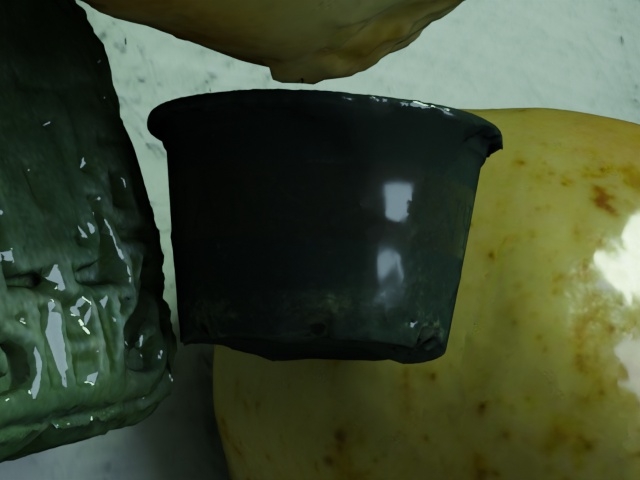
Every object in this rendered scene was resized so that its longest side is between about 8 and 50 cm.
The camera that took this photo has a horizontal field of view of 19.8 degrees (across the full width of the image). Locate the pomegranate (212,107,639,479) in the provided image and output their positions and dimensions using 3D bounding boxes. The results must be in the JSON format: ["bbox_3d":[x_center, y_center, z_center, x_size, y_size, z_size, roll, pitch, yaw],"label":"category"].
[{"bbox_3d":[0.100,0.101,0.991,0.342,0.342,0.342,34,49,-51],"label":"pomegranate"}]

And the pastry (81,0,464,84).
[{"bbox_3d":[-0.073,-0.238,0.757,0.410,0.245,0.409,28,15,-8],"label":"pastry"}]

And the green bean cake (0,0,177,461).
[{"bbox_3d":[-0.167,-0.016,0.754,0.222,0.125,0.227,-6,78,-62],"label":"green bean cake"}]

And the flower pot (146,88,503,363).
[{"bbox_3d":[0.000,0.000,0.808,0.157,0.157,0.106,12,78,-59],"label":"flower pot"}]
